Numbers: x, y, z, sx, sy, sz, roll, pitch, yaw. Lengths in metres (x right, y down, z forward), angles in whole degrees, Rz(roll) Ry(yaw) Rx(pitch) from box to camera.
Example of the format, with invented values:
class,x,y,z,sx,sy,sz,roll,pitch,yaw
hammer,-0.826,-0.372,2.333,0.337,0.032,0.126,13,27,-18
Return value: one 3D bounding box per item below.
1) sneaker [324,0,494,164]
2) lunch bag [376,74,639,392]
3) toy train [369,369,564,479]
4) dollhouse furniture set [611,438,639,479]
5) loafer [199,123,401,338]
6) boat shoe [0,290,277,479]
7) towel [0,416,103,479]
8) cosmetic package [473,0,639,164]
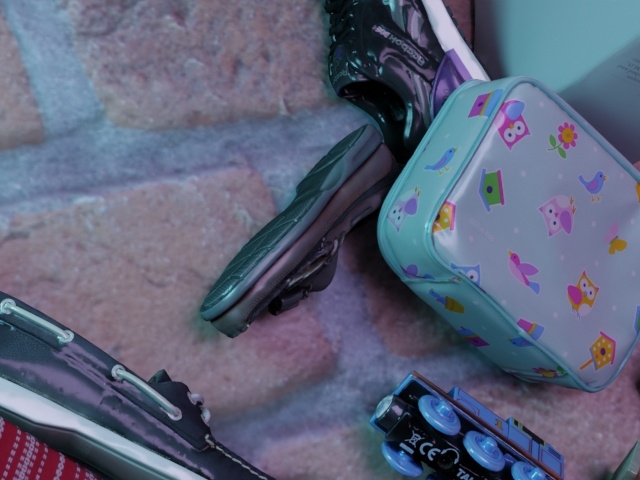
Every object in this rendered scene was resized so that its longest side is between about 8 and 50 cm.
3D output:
class,x,y,z,sx,sy,sz,roll,pitch,yaw
sneaker,0.051,-0.202,1.245,0.124,0.107,0.283,-31,83,-28
lunch bag,0.199,-0.007,1.193,0.279,0.108,0.224,40,69,-27
toy train,0.127,0.183,1.119,0.184,0.080,0.105,36,22,-4
dollhouse furniture set,0.340,0.302,1.197,0.184,0.129,0.129,25,54,9
loafer,0.000,0.000,1.127,0.084,0.096,0.267,48,50,-12
boat shoe,-0.136,0.134,0.965,0.302,0.114,0.091,31,61,-18
towel,-0.222,0.222,0.864,0.275,0.031,0.199,44,48,-38
cosmetic package,0.306,-0.220,1.233,0.156,0.385,0.217,17,64,-22
